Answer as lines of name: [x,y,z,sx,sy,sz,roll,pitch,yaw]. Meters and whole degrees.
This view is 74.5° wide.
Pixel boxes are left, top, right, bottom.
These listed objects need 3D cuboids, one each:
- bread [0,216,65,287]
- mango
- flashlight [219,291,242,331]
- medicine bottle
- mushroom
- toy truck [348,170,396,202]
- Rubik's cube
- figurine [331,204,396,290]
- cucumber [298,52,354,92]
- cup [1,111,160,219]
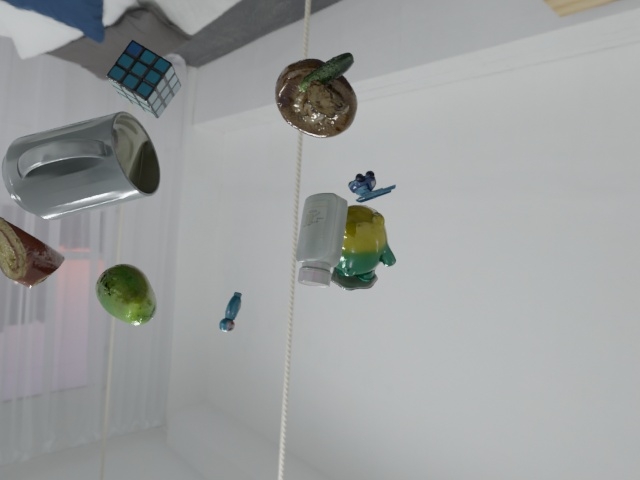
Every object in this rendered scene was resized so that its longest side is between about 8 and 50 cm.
bread: [-0.635,0.039,0.921,0.067,0.119,0.192,-29,150,0]
mango: [-0.448,0.123,0.975,0.111,0.125,0.233,-33,-152,-31]
flashlight: [-0.284,0.226,1.335,0.051,0.129,0.051,14,166,4]
medicine bottle: [0.000,0.000,1.376,0.161,0.296,0.111,-7,158,43]
mushroom: [-0.010,-0.525,1.661,0.331,0.356,0.334,17,143,-34]
toy truck: [0.147,-0.159,1.203,0.136,0.074,0.063,-22,168,-30]
Rubik's cube: [-0.607,-0.554,1.462,0.162,0.160,0.163,30,170,-2]
figurine: [0.139,0.018,1.647,0.324,0.340,0.231,11,-142,15]
cucumber: [0.016,-0.587,1.487,0.227,0.069,0.069,-26,172,15]
cup: [-0.650,-0.194,1.111,0.327,0.236,0.323,-12,-178,5]
